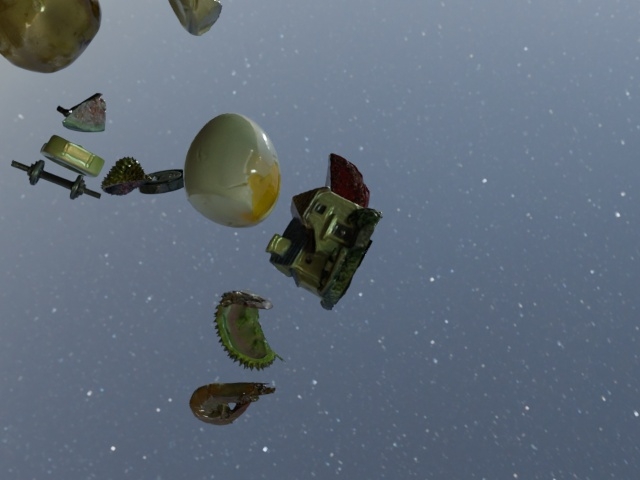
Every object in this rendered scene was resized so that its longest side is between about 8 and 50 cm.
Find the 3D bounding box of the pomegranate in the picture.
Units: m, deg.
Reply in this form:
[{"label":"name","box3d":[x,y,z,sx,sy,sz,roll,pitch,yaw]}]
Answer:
[{"label":"pomegranate","box3d":[-0.798,-0.648,1.753,0.332,0.332,0.332,-29,-146,22]}]

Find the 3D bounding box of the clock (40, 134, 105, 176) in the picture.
[{"label":"clock","box3d":[-0.776,-0.261,1.913,0.232,0.170,0.069,11,-104,56]}]

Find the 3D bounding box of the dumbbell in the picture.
[{"label":"dumbbell","box3d":[-0.759,-0.174,1.780,0.081,0.254,0.081,-56,-159,34]}]

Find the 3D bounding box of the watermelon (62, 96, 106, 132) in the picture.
[{"label":"watermelon","box3d":[-0.617,-0.326,1.642,0.081,0.094,0.180,7,-150,5]}]

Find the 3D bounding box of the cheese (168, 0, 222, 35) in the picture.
[{"label":"cheese","box3d":[-0.425,-0.801,2.007,0.127,0.233,0.266,-33,-171,-14]}]

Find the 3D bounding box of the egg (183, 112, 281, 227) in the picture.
[{"label":"egg","box3d":[-0.257,-0.206,1.806,0.283,0.283,0.345,-16,-114,37]}]

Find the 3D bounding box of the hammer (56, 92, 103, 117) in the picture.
[{"label":"hammer","box3d":[-0.768,-0.445,1.994,0.178,0.065,0.021,-55,168,-46]}]

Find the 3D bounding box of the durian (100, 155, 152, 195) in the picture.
[{"label":"durian","box3d":[-0.659,-0.221,2.030,0.186,0.119,0.108,-17,-104,38]}]

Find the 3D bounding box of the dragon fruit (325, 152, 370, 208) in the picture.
[{"label":"dragon fruit","box3d":[0.098,-0.151,2.326,0.205,0.152,0.317,118,-28,-75]}]

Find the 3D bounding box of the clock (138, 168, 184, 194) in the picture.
[{"label":"clock","box3d":[-0.631,-0.238,2.487,0.215,0.042,0.215,-6,-158,3]}]

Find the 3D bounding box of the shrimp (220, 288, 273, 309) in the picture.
[{"label":"shrimp","box3d":[-0.242,0.204,2.044,0.133,0.236,0.053,33,-80,28]}]

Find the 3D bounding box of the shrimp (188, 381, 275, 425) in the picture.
[{"label":"shrimp","box3d":[-0.282,0.527,2.000,0.287,0.152,0.063,-6,-168,4]}]

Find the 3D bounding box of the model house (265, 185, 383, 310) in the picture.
[{"label":"model house","box3d":[0.000,0.000,1.816,0.321,0.266,0.261,-61,179,-16]}]

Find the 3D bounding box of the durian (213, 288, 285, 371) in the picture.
[{"label":"durian","box3d":[-0.281,0.326,2.242,0.169,0.158,0.352,-34,-125,9]}]
